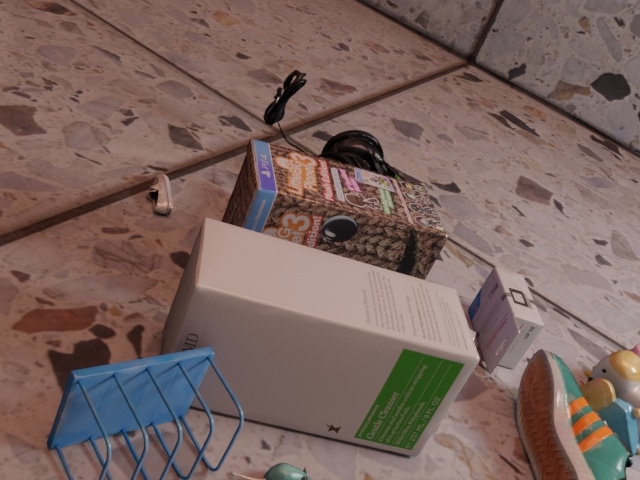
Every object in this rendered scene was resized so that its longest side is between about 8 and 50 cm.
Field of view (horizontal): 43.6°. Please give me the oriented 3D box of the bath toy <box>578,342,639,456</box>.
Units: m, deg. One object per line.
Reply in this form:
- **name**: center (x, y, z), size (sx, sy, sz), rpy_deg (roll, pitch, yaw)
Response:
- **bath toy**: center (0.533, 0.242, 1.338), size (0.129, 0.152, 0.348), rpy_deg (2, 8, 44)

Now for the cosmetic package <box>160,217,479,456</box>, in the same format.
- **cosmetic package**: center (-0.010, 0.130, 1.040), size (0.365, 0.197, 0.155), rpy_deg (14, 32, -14)

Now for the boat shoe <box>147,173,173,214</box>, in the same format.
- **boat shoe**: center (-0.274, -0.081, 1.349), size (0.035, 0.035, 0.100), rpy_deg (10, 39, -29)

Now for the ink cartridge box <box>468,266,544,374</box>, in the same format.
- **ink cartridge box**: center (0.314, 0.141, 1.352), size (0.060, 0.104, 0.180), rpy_deg (18, 31, -13)

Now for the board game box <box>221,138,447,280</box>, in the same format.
- **board game box**: center (0.000, 0.013, 1.197), size (0.290, 0.232, 0.141), rpy_deg (13, 31, -18)

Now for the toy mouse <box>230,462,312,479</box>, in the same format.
- **toy mouse**: center (-0.042, 0.297, 0.911), size (0.143, 0.031, 0.161), rpy_deg (34, 31, 17)

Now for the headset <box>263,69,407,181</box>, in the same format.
- **headset**: center (0.060, -0.149, 1.550), size (0.394, 0.185, 0.243), rpy_deg (37, 29, -2)

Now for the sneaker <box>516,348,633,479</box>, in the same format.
- **sneaker**: center (0.372, 0.292, 1.158), size (0.120, 0.108, 0.302), rpy_deg (17, 38, -14)

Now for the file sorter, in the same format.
- **file sorter**: center (-0.186, 0.204, 0.872), size (0.170, 0.118, 0.104), rpy_deg (-5, 45, -41)

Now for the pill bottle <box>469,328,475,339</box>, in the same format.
- **pill bottle**: center (0.187, 0.141, 1.293), size (0.120, 0.067, 0.067), rpy_deg (28, 30, 6)
